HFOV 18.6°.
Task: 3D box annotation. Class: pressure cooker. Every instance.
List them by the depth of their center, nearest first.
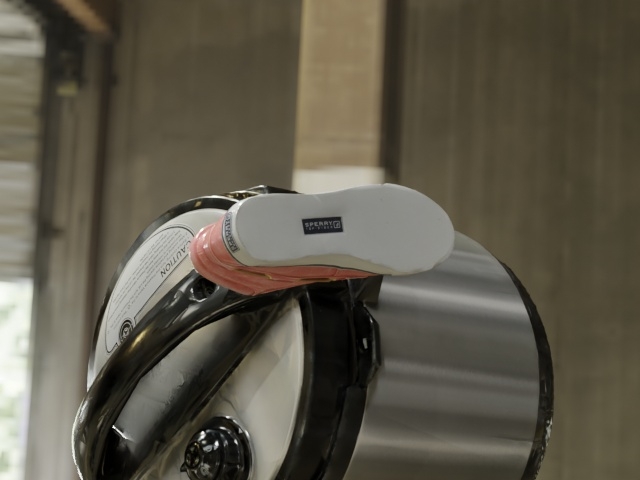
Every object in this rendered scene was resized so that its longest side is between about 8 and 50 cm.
[{"bbox_3d":[-0.025,0.137,1.903,0.420,0.370,0.375,9,-1,-42],"label":"pressure cooker"}]

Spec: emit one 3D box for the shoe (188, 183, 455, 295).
[{"bbox_3d":[0.000,0.000,1.347,0.178,0.064,0.081,0,-13,-30],"label":"shoe"}]
